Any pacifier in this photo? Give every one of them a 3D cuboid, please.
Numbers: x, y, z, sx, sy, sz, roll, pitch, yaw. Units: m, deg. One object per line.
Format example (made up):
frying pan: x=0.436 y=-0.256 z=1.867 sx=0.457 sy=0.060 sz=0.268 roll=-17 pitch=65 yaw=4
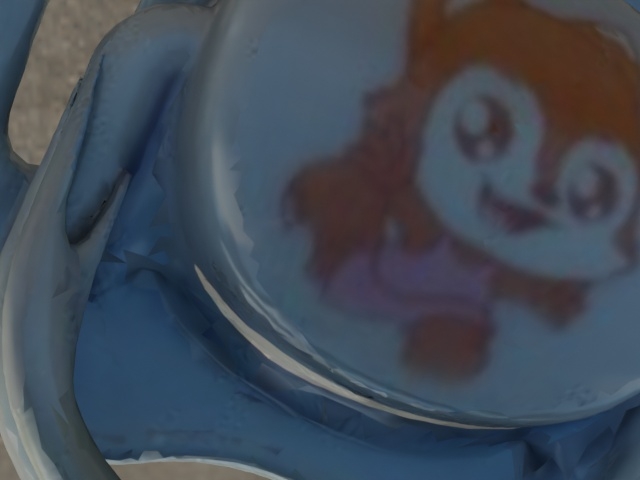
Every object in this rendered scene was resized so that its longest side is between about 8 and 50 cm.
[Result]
pacifier: x=0.000 y=0.000 z=0.572 sx=0.299 sy=0.244 sz=0.233 roll=26 pitch=170 yaw=-16
